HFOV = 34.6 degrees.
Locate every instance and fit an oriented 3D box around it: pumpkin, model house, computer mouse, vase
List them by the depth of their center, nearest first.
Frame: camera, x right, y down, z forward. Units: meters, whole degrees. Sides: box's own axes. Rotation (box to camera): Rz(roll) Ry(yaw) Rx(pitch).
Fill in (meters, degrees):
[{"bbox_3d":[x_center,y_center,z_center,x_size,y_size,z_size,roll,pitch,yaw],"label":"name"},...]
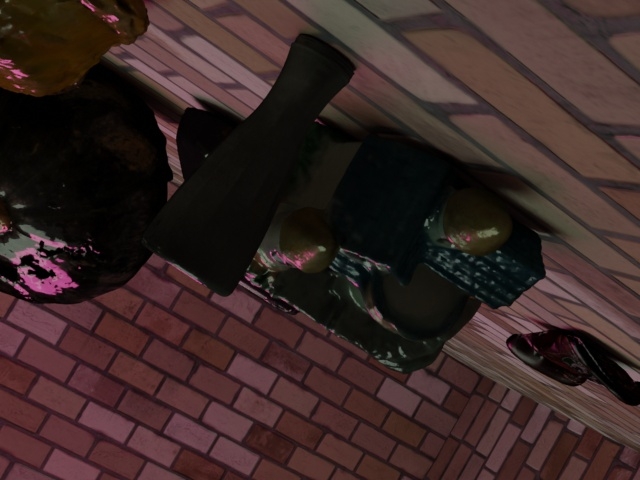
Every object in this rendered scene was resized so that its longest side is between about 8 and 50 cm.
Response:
[{"bbox_3d":[-0.053,-0.064,0.835,0.086,0.214,0.086,33,176,3],"label":"vase"},{"bbox_3d":[0.087,0.015,1.011,0.267,0.194,0.325,32,172,-15],"label":"model house"},{"bbox_3d":[-0.129,-0.096,1.562,0.183,0.116,0.323,41,163,13],"label":"computer mouse"},{"bbox_3d":[-0.473,-0.107,1.779,0.454,0.454,0.344,31,-155,1],"label":"pumpkin"}]

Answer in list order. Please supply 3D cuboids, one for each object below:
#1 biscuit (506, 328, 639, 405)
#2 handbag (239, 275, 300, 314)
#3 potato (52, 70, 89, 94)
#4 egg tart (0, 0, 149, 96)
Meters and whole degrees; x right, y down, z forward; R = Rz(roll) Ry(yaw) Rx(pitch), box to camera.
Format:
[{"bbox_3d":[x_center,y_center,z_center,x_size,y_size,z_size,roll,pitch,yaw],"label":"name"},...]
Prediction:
[{"bbox_3d":[0.401,0.191,1.611,0.151,0.063,0.235,31,173,-11],"label":"biscuit"},{"bbox_3d":[-0.121,0.006,2.281,0.301,0.178,0.275,33,-170,-7],"label":"handbag"},{"bbox_3d":[-0.444,-0.295,1.506,0.251,0.113,0.149,32,174,26],"label":"potato"},{"bbox_3d":[-0.328,-0.255,0.975,0.339,0.153,0.351,37,172,-29],"label":"egg tart"}]
